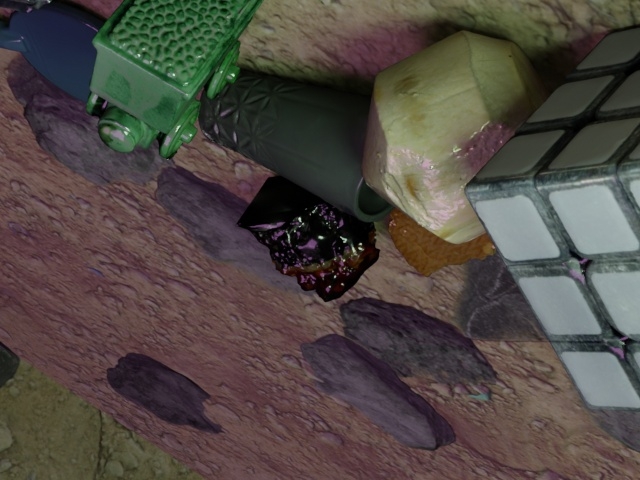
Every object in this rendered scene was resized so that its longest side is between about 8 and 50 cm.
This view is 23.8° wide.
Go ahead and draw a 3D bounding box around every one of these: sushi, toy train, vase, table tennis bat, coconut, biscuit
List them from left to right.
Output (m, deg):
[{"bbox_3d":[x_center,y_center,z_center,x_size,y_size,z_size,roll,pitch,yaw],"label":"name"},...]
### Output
[{"bbox_3d":[-0.384,-0.277,2.223,0.329,0.044,0.215,18,152,21],"label":"table tennis bat"},{"bbox_3d":[-0.177,-0.228,1.847,0.145,0.266,0.202,30,146,1],"label":"toy train"},{"bbox_3d":[-0.014,-0.130,1.983,0.301,0.156,0.251,22,151,31],"label":"vase"},{"bbox_3d":[0.000,0.000,2.172,0.172,0.153,0.150,-7,117,23],"label":"sushi"},{"bbox_3d":[0.164,-0.016,2.104,0.144,0.033,0.224,39,152,-11],"label":"biscuit"},{"bbox_3d":[0.153,-0.109,1.717,0.241,0.241,0.241,24,153,14],"label":"coconut"}]

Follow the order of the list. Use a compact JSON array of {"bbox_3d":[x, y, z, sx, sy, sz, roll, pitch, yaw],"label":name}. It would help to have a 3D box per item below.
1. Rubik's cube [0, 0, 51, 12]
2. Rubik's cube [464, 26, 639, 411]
[{"bbox_3d":[-0.375,-0.458,1.600,0.310,0.307,0.305,16,152,31],"label":"Rubik's cube"},{"bbox_3d":[0.382,-0.030,1.497,0.303,0.301,0.305,-6,121,52],"label":"Rubik's cube"}]
